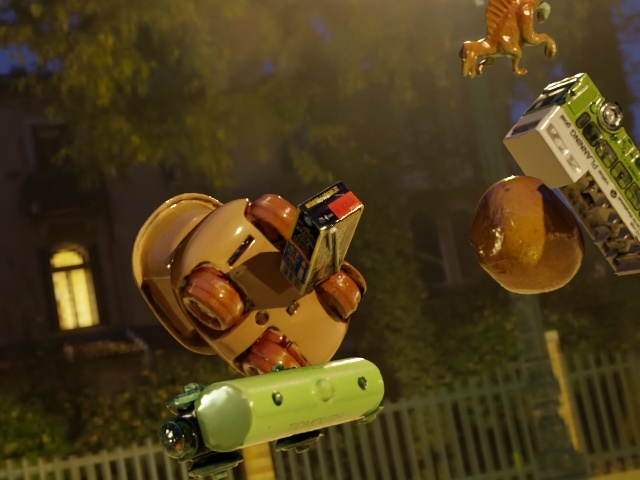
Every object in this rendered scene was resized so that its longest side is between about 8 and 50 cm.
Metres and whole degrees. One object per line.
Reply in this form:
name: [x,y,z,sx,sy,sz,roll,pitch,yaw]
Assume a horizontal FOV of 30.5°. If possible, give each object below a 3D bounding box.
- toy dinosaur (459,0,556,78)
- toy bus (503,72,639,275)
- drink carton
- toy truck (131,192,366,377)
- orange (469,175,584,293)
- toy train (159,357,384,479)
toy dinosaur: [0.271,-0.316,1.638,0.142,0.212,0.057,13,6,-34]
toy bus: [0.404,-0.083,1.694,0.139,0.301,0.113,-42,12,-23]
drink carton: [0.000,0.000,1.472,0.071,0.056,0.165,-35,-17,-25]
toy truck: [-0.099,0.064,1.600,0.204,0.288,0.212,-52,25,-23]
orange: [0.255,-0.005,1.478,0.134,0.156,0.156,-25,-10,0]
toy train: [-0.043,0.176,1.236,0.157,0.105,0.253,-26,-15,38]
